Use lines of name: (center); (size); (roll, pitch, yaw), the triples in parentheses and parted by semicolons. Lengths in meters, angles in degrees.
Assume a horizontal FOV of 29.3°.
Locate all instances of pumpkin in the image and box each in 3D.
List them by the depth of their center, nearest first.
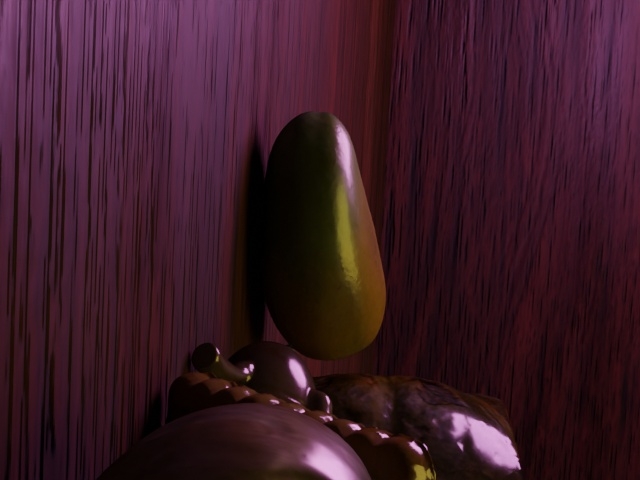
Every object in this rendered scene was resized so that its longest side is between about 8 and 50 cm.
pumpkin: (0.053, 0.265, 1.036); (0.256, 0.225, 0.303); (-50, 138, -86)

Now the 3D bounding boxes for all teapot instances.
teapot: (-0.036, 0.088, 0.733); (0.080, 0.085, 0.110); (-82, 153, -43)

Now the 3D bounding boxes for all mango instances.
mango: (0.000, 0.000, 0.905); (0.130, 0.092, 0.194); (-66, 154, -67)

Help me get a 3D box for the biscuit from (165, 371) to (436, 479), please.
biscuit: (-0.023, 0.203, 0.604); (0.029, 0.172, 0.254); (-8, 104, -47)

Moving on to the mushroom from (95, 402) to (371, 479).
mushroom: (0.001, 0.183, 0.442); (0.243, 0.243, 0.243); (4, 90, -83)
